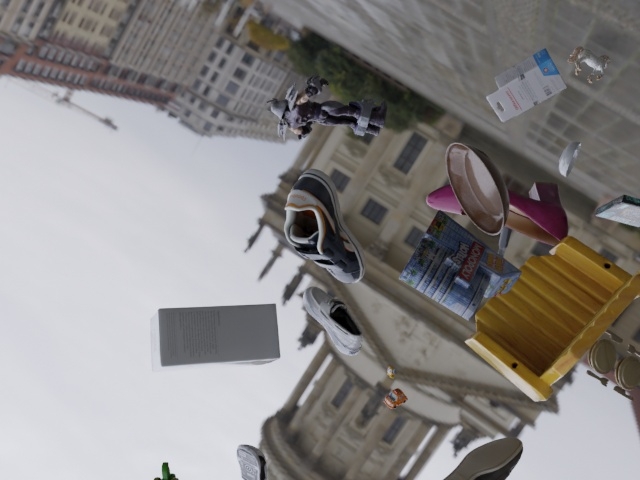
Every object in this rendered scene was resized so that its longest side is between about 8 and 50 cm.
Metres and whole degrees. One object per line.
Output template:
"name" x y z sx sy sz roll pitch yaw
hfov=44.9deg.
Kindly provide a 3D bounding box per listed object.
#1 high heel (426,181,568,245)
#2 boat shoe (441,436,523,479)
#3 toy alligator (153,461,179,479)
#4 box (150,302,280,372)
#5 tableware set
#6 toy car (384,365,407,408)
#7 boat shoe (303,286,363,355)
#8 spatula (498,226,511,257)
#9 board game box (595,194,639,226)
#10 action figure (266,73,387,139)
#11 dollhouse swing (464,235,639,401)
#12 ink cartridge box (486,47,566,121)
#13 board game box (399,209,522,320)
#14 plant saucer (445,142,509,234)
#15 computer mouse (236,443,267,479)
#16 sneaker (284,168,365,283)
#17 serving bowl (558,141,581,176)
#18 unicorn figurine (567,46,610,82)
"high heel" 0.482 -0.068 2.106 0.378 0.181 0.127 -3 153 4
"boat shoe" 0.408 0.644 2.058 0.112 0.335 0.095 22 137 60
"toy alligator" -0.351 0.606 1.787 0.056 0.189 0.051 -4 171 13
"box" -0.316 0.289 2.292 0.346 0.168 0.215 0 167 -20
"tableware set" 0.729 0.309 1.933 0.194 0.128 0.039 31 166 -26
"toy car" 0.176 0.364 1.945 0.060 0.040 0.122 -10 -141 -16
"boat shoe" 0.043 0.204 2.174 0.095 0.084 0.258 -12 -134 -37
"spatula" 0.559 0.043 2.404 0.084 0.296 0.030 16 -149 18
"board game box" 0.831 -0.078 2.072 0.126 0.026 0.186 15 171 1
"action figure" 0.009 -0.308 1.861 0.285 0.185 0.099 6 -119 -12
"dollhouse swing" 0.519 0.139 1.731 0.315 0.347 0.305 40 171 32
"ink cartridge box" 0.515 -0.391 1.964 0.104 0.180 0.060 46 -154 -36
"board game box" 0.266 0.053 1.429 0.194 0.060 0.194 30 -144 6
"plant saucer" 0.312 -0.106 1.511 0.198 0.036 0.198 59 167 23
"computer mouse" -0.144 0.522 1.739 0.106 0.192 0.042 20 -142 30
"sneaker" 0.000 0.000 1.762 0.126 0.127 0.321 6 135 37
"serving bowl" 0.554 -0.185 1.734 0.027 0.083 0.083 25 -172 21
"unicorn figurine" 0.833 -0.538 2.365 0.162 0.111 0.060 34 160 -26
